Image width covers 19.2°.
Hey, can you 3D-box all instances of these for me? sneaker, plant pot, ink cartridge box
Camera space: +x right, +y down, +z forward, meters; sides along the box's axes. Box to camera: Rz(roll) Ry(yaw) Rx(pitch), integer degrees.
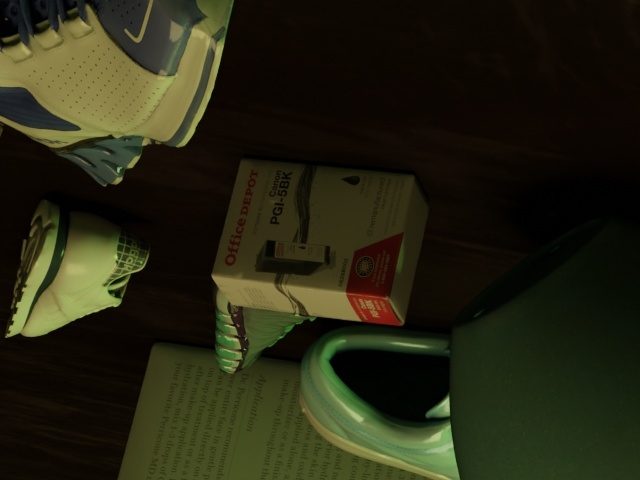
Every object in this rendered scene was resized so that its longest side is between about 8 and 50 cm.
[{"bbox_3d":[-0.037,0.062,1.579,0.098,0.083,0.224,7,159,3],"label":"sneaker"},{"bbox_3d":[-0.163,-0.124,1.088,0.182,0.127,0.315,17,161,-17],"label":"sneaker"},{"bbox_3d":[-0.215,0.037,1.628,0.094,0.090,0.235,9,163,-15],"label":"sneaker"},{"bbox_3d":[0.152,0.159,1.640,0.365,0.135,0.150,10,163,8],"label":"sneaker"},{"bbox_3d":[0.201,0.099,1.310,0.195,0.290,0.290,54,152,-3],"label":"plant pot"},{"bbox_3d":[0.000,0.000,1.357,0.135,0.099,0.056,6,159,18],"label":"ink cartridge box"}]

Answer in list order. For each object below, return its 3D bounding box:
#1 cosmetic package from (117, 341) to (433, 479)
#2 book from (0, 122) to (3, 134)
[{"bbox_3d":[0.040,0.256,1.836,0.453,0.230,0.161,8,160,17],"label":"cosmetic package"},{"bbox_3d":[-0.321,-0.084,1.445,0.096,0.035,0.144,31,155,-31],"label":"book"}]
